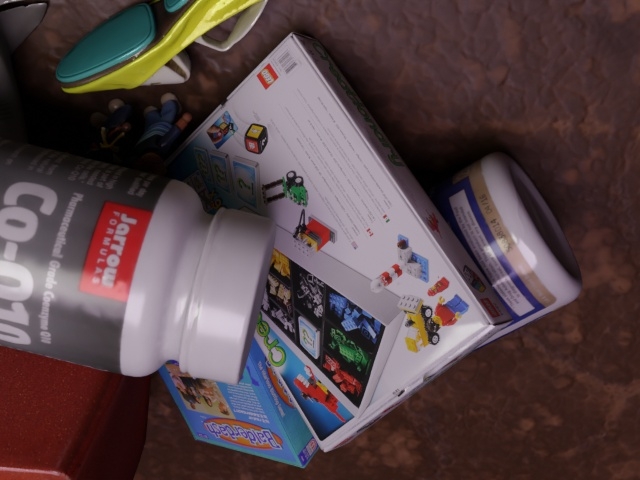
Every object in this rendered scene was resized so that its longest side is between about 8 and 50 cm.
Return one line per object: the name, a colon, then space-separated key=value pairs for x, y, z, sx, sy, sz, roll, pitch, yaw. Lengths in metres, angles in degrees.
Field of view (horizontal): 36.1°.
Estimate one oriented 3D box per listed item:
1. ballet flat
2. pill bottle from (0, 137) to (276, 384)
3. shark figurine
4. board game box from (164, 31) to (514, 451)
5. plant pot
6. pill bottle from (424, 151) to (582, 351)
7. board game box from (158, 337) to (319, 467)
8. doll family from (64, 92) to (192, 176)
ballet flat: x=-0.121 y=-0.179 z=0.840 sx=0.231 sy=0.077 sz=0.077 roll=-33 pitch=132 yaw=19
pill bottle: x=-0.186 y=0.016 z=0.777 sx=0.283 sy=0.161 sz=0.161 roll=13 pitch=122 yaw=0
shark figurine: x=-0.272 y=-0.173 z=0.817 sx=0.116 sy=0.278 sz=0.166 roll=-33 pitch=82 yaw=-21
board game box: x=0.000 y=0.000 z=0.848 sx=0.193 sy=0.053 sz=0.305 roll=-41 pitch=71 yaw=25
plant pot: x=-0.294 y=0.170 z=0.879 sx=0.267 sy=0.235 sz=0.267 roll=6 pitch=125 yaw=-7
pill bottle: x=0.093 y=0.044 z=0.919 sx=0.265 sy=0.153 sz=0.153 roll=-31 pitch=116 yaw=20
board game box: x=-0.100 y=0.130 z=1.005 sx=0.160 sy=0.047 sz=0.210 roll=5 pitch=129 yaw=37
doll family: x=-0.194 y=-0.064 z=0.889 sx=0.076 sy=0.111 sz=0.193 roll=35 pitch=117 yaw=-18
